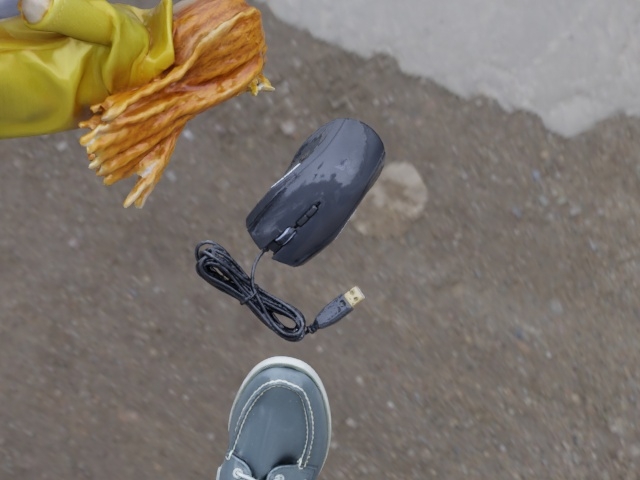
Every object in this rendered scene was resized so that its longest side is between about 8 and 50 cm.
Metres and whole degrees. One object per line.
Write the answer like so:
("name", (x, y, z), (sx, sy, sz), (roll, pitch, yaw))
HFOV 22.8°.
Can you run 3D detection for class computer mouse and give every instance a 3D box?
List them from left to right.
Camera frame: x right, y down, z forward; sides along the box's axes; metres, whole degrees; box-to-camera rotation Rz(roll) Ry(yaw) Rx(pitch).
("computer mouse", (0.000, 0.000, 1.820), (0.262, 0.184, 0.060), (-44, 15, 7))

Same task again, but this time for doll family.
("doll family", (-0.099, -0.068, 0.585), (0.163, 0.263, 0.118), (-11, 96, -6))

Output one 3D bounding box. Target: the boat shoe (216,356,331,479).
("boat shoe", (-0.060, 0.277, 1.758), (0.116, 0.319, 0.099), (13, 29, -2))
